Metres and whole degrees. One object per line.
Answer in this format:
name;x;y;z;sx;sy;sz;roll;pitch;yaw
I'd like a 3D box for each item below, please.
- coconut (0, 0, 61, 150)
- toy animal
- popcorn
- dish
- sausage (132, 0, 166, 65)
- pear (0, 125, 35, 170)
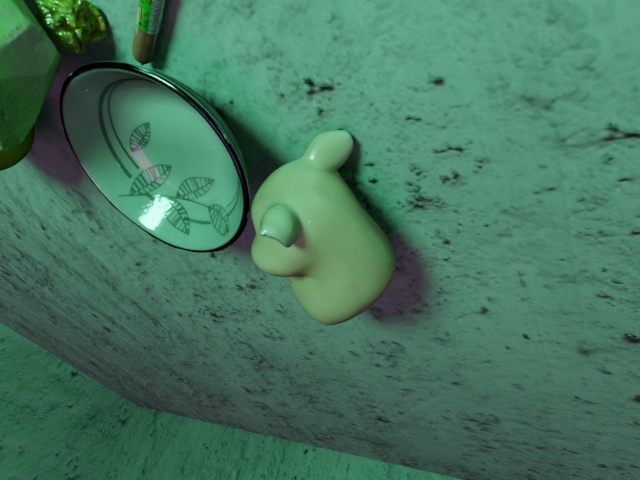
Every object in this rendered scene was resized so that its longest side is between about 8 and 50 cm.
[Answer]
coconut;-0.444;-0.219;0.517;0.204;0.236;0.236;0;140;48
toy animal;-0.003;-0.002;0.649;0.212;0.195;0.256;-6;138;48
popcorn;-0.319;-0.285;0.555;0.083;0.068;0.059;0;166;-32
dish;-0.221;-0.129;0.645;0.316;0.106;0.317;17;137;16
sausage;-0.195;-0.288;0.504;0.029;0.029;0.223;32;143;-12
pear;-0.568;-0.207;0.682;0.187;0.188;0.220;21;160;2
